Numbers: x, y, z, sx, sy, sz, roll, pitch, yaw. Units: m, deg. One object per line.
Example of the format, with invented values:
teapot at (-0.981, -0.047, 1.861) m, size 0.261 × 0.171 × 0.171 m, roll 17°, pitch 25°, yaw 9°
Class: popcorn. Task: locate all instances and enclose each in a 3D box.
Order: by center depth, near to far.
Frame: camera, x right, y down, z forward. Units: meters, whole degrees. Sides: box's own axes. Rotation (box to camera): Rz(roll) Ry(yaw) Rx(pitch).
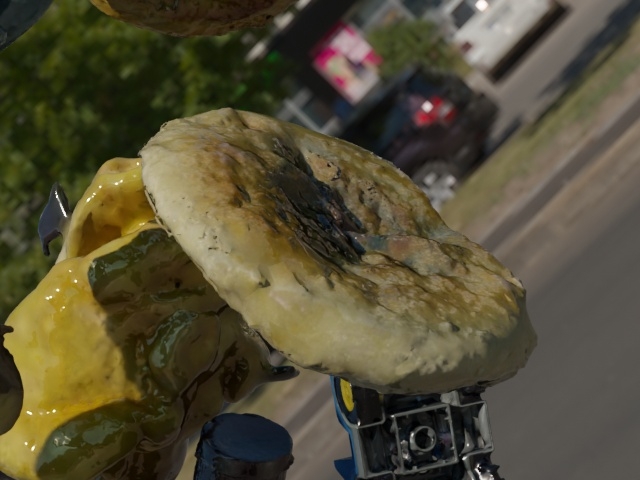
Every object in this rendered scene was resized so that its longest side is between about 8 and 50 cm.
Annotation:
popcorn at (-0.155, 0.085, 1.480) m, size 0.297 × 0.281 × 0.316 m, roll 99°, pitch -174°, yaw -85°

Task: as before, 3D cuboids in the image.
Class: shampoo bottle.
shampoo bottle at (-0.084, 0.294, 1.364) m, size 0.129 × 0.084 × 0.323 m, roll -10°, pitch -59°, yaw -36°

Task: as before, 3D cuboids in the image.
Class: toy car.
toy car at (0.059, 0.131, 1.164) m, size 0.097 × 0.191 × 0.100 m, roll -10°, pitch 0°, yaw -17°

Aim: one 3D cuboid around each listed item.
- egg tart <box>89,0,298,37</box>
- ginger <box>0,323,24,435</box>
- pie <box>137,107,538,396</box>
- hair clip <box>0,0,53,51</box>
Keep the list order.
egg tart at (-0.102, -0.269, 1.332) m, size 0.241 × 0.241 × 0.106 m, roll -45°, pitch 31°, yaw 33°
ginger at (-0.303, 0.011, 1.146) m, size 0.123 × 0.270 × 0.219 m, roll -35°, pitch -28°, yaw 26°
pie at (-0.002, 0.003, 0.804) m, size 0.185 × 0.218 × 0.052 m, roll 1°, pitch -54°, yaw -45°
hair clip at (-0.293, -0.286, 1.162) m, size 0.392 × 0.318 × 0.238 m, roll 1°, pitch 60°, yaw 44°
